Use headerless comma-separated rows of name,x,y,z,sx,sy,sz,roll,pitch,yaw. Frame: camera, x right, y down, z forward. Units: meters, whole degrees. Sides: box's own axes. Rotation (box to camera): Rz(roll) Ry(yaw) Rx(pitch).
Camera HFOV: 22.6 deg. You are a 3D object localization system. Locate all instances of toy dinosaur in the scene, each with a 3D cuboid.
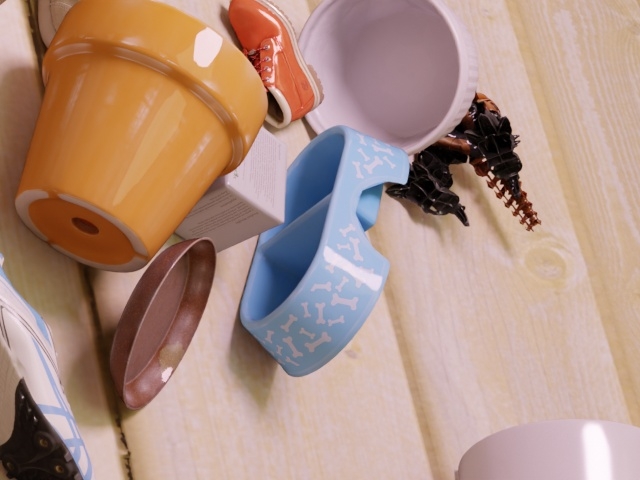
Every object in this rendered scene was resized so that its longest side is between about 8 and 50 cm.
toy dinosaur,0.179,-0.139,1.982,0.322,0.164,0.218,28,28,-14

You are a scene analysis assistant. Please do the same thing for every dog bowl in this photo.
dog bowl,0.000,0.000,1.638,0.074,0.166,0.297,35,44,-22

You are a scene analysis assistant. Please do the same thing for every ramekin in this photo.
ramekin,0.082,-0.195,1.830,0.109,0.207,0.207,-10,78,-66

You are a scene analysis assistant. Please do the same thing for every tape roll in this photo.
tape roll,0.272,0.320,1.731,0.246,0.246,0.169,32,46,-40

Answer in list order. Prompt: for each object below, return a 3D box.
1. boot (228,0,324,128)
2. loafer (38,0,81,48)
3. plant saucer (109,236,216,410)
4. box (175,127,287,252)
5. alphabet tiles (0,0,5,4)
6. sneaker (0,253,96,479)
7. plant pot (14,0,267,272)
boot,-0.061,-0.199,1.761,0.158,0.059,0.084,57,42,-11
loafer,-0.223,-0.297,1.565,0.102,0.092,0.268,17,57,-49
plant saucer,-0.144,0.070,1.429,0.029,0.168,0.168,24,34,13
box,-0.097,-0.058,1.583,0.087,0.101,0.102,35,45,-38
alphabet tiles,-0.281,-0.345,1.349,0.021,0.278,0.284,-1,71,-47
sneaker,-0.238,0.115,1.303,0.086,0.085,0.237,-33,98,-51
plant pot,-0.175,-0.083,1.427,0.205,0.205,0.188,42,58,-31
